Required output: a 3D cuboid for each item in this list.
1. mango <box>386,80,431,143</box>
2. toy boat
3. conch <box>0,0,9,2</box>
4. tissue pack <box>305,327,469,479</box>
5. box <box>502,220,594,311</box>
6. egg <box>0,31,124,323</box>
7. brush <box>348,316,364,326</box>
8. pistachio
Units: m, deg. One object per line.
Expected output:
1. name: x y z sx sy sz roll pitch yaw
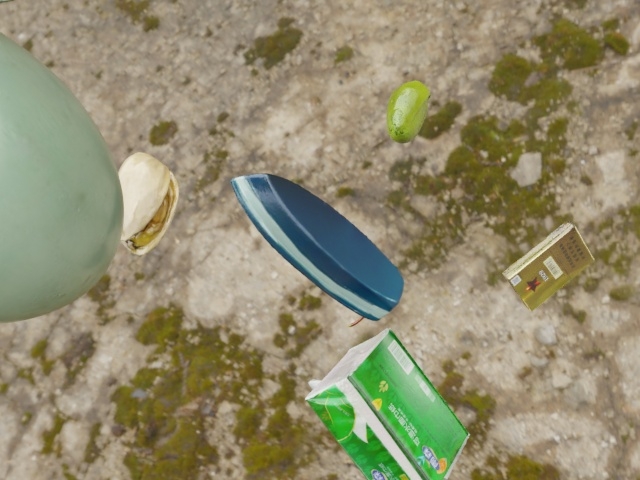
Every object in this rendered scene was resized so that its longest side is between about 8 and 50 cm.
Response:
1. mango: 0.158 -0.242 1.476 0.074 0.091 0.165 14 39 17
2. toy boat: 0.000 0.000 1.100 0.062 0.299 0.096 -29 30 43
3. conch: -0.250 -0.385 0.606 0.368 0.249 0.197 -55 18 41
4. tissue pack: 0.086 0.272 1.176 0.156 0.148 0.209 -35 93 35
5. box: 0.361 0.041 1.244 0.133 0.090 0.023 -40 32 4
6. egg: -0.365 -0.074 0.742 0.276 0.389 0.276 -37 30 26
7. brush: 0.083 0.137 1.482 0.083 0.019 0.021 -34 80 17
8. pistachio: -0.396 -0.084 1.748 0.157 0.157 0.229 -7 60 21
